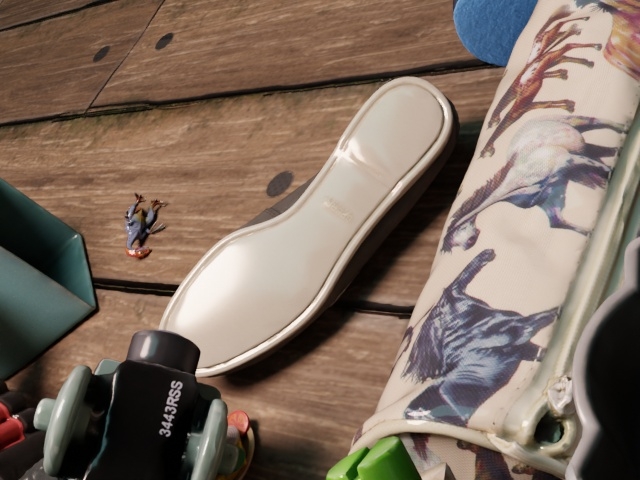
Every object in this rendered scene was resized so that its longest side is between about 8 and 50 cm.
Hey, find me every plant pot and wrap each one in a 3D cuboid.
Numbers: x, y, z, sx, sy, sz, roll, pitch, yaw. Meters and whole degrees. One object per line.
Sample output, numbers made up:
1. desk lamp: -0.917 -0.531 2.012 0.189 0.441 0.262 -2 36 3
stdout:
1. plant pot: -0.405 0.070 1.086 0.234 0.165 0.166 -44 36 8

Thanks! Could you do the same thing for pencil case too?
1. pencil case: 0.165 -0.007 0.623 0.183 0.160 0.410 -31 29 59

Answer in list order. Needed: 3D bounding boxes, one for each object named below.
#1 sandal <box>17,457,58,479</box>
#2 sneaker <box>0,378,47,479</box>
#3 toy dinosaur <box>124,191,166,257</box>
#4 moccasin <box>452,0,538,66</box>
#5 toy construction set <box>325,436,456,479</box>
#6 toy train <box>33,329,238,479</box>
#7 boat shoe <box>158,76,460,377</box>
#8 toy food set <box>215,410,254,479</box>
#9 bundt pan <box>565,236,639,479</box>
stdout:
1. sandal: -0.347 0.356 0.774 0.167 0.107 0.446 19 70 51
2. sneaker: -0.392 0.143 0.921 0.136 0.116 0.314 -39 80 23
3. toy dinosaur: -0.206 -0.012 1.098 0.090 0.047 0.082 135 154 -64
4. moccasin: 0.281 -0.237 0.805 0.342 0.138 0.117 -12 39 15
5. toy construction set: -0.001 0.221 0.361 0.257 0.237 0.309 -19 6 37
6. toy train: -0.148 0.232 0.661 0.190 0.142 0.334 118 164 -63
7. boat shoe: 0.000 0.000 0.851 0.335 0.095 0.112 -46 72 1
8. toy food set: -0.089 0.179 0.793 0.082 0.020 0.083 -36 36 8
9. bundt pan: 0.280 0.103 0.408 0.331 0.124 0.331 -13 49 15
